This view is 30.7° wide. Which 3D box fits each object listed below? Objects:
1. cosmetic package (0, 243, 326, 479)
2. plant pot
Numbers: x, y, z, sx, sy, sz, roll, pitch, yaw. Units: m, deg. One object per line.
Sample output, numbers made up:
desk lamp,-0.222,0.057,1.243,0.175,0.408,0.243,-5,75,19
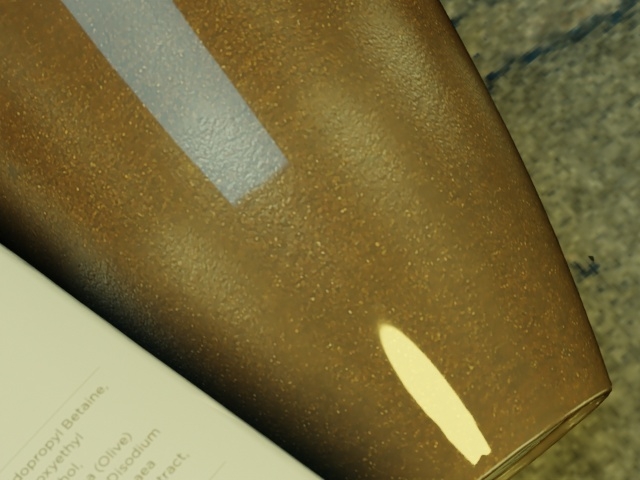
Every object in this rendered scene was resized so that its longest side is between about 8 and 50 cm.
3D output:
cosmetic package,-0.128,0.099,0.414,0.366,0.197,0.155,34,71,23
plant pot,0.000,0.000,0.461,0.215,0.215,0.230,-39,73,3
